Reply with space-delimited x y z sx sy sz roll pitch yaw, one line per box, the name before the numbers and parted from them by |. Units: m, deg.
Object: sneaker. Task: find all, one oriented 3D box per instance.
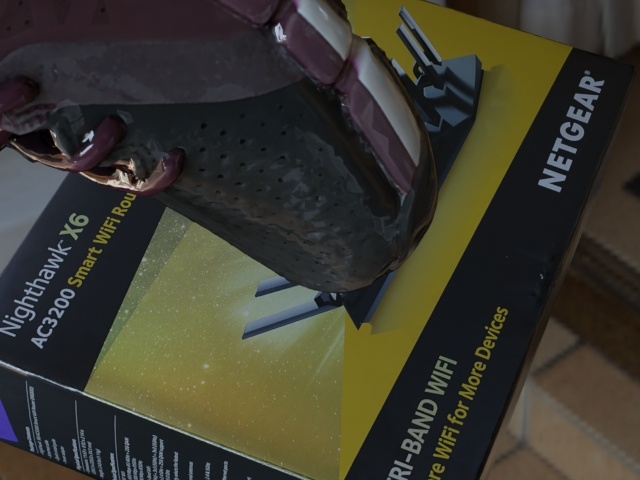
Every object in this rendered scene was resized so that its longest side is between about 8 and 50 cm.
sneaker | -0.106 -0.030 0.349 0.106 0.281 0.163 -11 46 54

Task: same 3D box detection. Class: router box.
router box | 0.000 0.000 0.805 0.242 0.081 0.309 19 53 11
